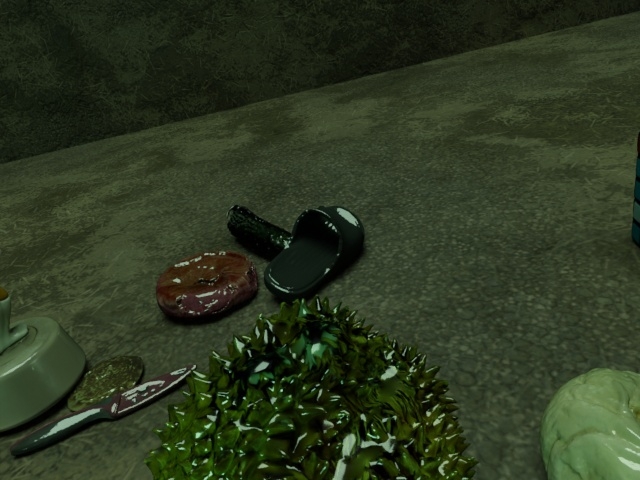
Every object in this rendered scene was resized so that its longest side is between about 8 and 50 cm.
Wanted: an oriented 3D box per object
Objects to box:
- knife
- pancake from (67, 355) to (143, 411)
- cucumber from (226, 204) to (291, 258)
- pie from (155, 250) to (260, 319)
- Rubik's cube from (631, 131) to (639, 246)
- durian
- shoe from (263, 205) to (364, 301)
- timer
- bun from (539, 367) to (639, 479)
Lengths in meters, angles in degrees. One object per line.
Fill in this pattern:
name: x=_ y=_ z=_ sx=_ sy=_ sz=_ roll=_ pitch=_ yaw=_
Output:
knife: x=-0.278 y=0.220 z=0.713 sx=0.247 sy=0.018 sz=0.035 roll=-23 pitch=42 yaw=-16
pancake: x=-0.306 y=0.201 z=0.774 sx=0.114 sy=0.011 sz=0.115 roll=-10 pitch=27 yaw=5
cucumber: x=-0.113 y=-0.009 z=1.047 sx=0.067 sy=0.067 sz=0.245 roll=-26 pitch=30 yaw=-25
pie: x=-0.196 y=0.075 z=0.933 sx=0.182 sy=0.050 sz=0.182 roll=-6 pitch=27 yaw=3
Rubik's cube: x=0.542 y=-0.055 z=0.711 sx=0.184 sy=0.187 sz=0.182 roll=-6 pitch=27 yaw=9
durian: x=-0.010 y=0.192 z=0.454 sx=0.290 sy=0.225 sz=0.291 roll=8 pitch=53 yaw=-11
shoe: x=0.000 y=0.000 z=0.914 sx=0.108 sy=0.093 sz=0.241 roll=29 pitch=47 yaw=18
timer: x=-0.461 y=0.104 z=0.738 sx=0.175 sy=0.266 sz=0.175 roll=-14 pitch=26 yaw=7
bun: x=0.276 y=0.179 z=0.454 sx=0.163 sy=0.111 sz=0.188 roll=-10 pitch=23 yaw=-2
